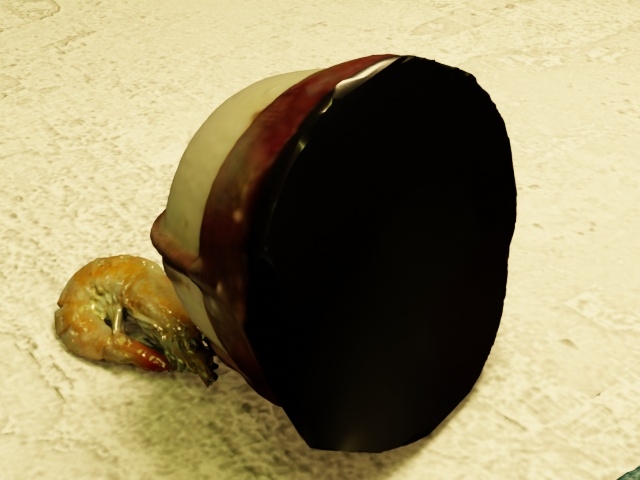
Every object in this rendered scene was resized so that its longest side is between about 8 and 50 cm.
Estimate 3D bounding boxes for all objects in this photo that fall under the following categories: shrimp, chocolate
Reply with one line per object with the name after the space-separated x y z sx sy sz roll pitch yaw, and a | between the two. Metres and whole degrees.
-0.147 0.071 0.753 0.190 0.042 0.101 29 67 35 | shrimp
0.000 0.000 0.671 0.186 0.284 0.283 9 35 41 | chocolate

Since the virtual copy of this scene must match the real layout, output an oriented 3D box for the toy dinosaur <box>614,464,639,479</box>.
0.190 0.186 0.537 0.363 0.076 0.147 -33 38 -29 | toy dinosaur
